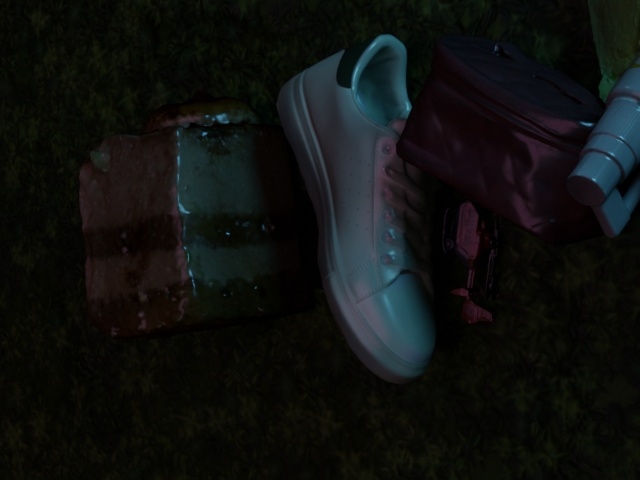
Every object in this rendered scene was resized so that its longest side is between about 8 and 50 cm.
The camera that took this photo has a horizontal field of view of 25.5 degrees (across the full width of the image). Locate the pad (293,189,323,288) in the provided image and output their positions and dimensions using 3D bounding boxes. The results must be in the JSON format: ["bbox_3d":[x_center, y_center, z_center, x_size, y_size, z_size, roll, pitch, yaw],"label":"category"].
[{"bbox_3d":[0.000,0.000,1.603,0.157,0.003,0.112,7,97,43],"label":"pad"}]

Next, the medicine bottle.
[{"bbox_3d":[0.283,-0.105,1.208,0.061,0.220,0.092,7,139,46],"label":"medicine bottle"}]

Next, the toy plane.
[{"bbox_3d":[0.156,0.012,1.434,0.060,0.037,0.145,5,92,33],"label":"toy plane"}]

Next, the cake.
[{"bbox_3d":[-0.148,-0.038,1.610,0.196,0.199,0.293,-9,85,47],"label":"cake"}]

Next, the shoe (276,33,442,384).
[{"bbox_3d":[0.075,-0.043,1.447,0.160,0.132,0.363,-34,63,38],"label":"shoe"}]

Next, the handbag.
[{"bbox_3d":[0.190,-0.101,1.320,0.225,0.146,0.135,35,117,35],"label":"handbag"}]

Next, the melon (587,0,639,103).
[{"bbox_3d":[0.279,-0.245,1.268,0.114,0.053,0.261,-178,90,-69],"label":"melon"}]
